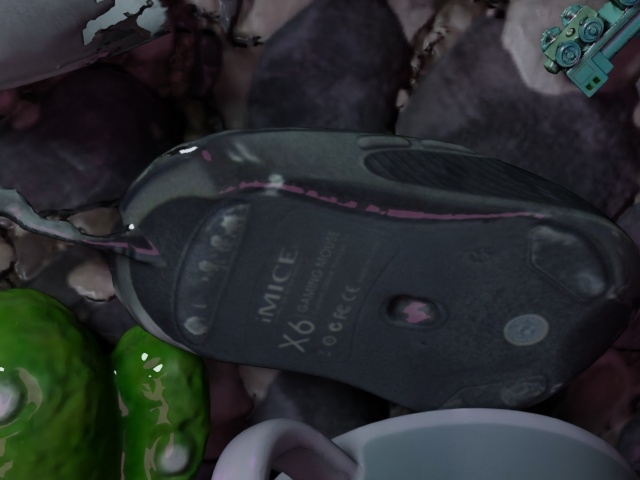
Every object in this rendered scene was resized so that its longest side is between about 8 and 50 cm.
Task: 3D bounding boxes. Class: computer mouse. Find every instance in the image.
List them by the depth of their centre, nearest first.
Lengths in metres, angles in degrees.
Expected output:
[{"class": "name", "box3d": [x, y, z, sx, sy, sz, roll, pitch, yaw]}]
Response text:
[{"class": "computer mouse", "box3d": [0.000, 0.000, 0.655, 0.379, 0.090, 0.167, 13, 128, -17]}]

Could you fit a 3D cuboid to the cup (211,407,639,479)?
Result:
[{"class": "cup", "box3d": [0.059, 0.250, 0.643, 0.259, 0.274, 0.357, -29, 128, 20]}]

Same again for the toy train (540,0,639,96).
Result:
[{"class": "toy train", "box3d": [0.163, -0.123, 0.666, 0.045, 0.029, 0.092, 37, 103, -30]}]

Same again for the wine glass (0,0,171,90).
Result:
[{"class": "wine glass", "box3d": [-0.231, -0.114, 0.547, 0.321, 0.143, 0.143, -17, 117, -4]}]

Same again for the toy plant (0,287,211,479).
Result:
[{"class": "toy plant", "box3d": [-0.191, 0.180, 0.693, 0.224, 0.184, 0.316, 10, 97, -19]}]
